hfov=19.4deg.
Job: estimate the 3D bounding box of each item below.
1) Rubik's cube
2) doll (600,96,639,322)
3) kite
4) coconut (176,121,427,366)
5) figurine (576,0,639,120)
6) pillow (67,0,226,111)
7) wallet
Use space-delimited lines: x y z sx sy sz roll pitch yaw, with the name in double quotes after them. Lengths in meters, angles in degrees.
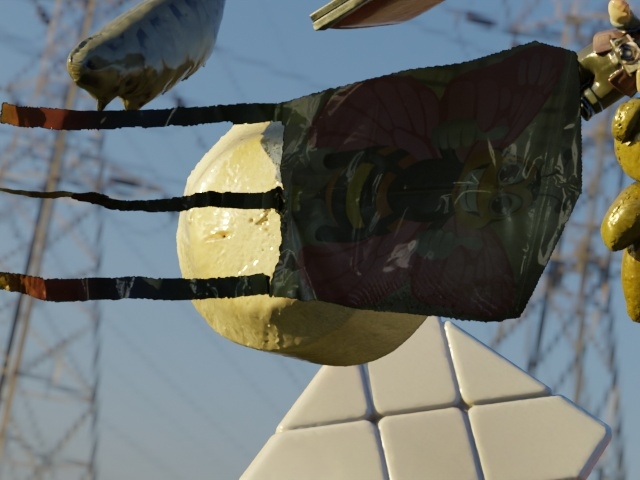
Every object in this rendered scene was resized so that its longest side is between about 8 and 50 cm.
0.100 0.301 2.173 0.322 0.319 0.316 33 -26 10 "Rubik's cube"
0.302 -0.030 1.565 0.137 0.209 0.097 -14 24 -28 "doll"
-0.010 -0.022 1.105 0.360 0.204 0.022 -4 34 -15 "kite"
0.000 0.000 1.777 0.237 0.237 0.266 3 -8 30 "coconut"
0.304 -0.184 1.660 0.196 0.114 0.108 -27 -14 11 "figurine"
-0.144 -0.169 1.659 0.051 0.093 0.241 7 31 28 "pillow"
0.109 -0.224 1.496 0.119 0.025 0.232 -13 -10 -47 "wallet"
